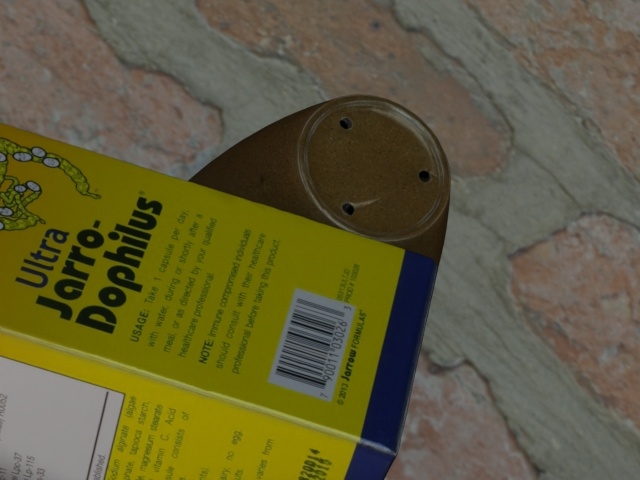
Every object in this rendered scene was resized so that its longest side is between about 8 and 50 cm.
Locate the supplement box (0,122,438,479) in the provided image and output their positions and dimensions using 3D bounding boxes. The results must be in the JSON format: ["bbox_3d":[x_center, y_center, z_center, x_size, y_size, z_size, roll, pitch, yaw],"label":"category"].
[{"bbox_3d":[-0.125,0.087,1.268,0.356,0.194,0.195,18,41,-1],"label":"supplement box"}]

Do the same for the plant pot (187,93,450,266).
[{"bbox_3d":[0.000,0.000,1.421,0.237,0.254,0.237,8,64,-18],"label":"plant pot"}]
